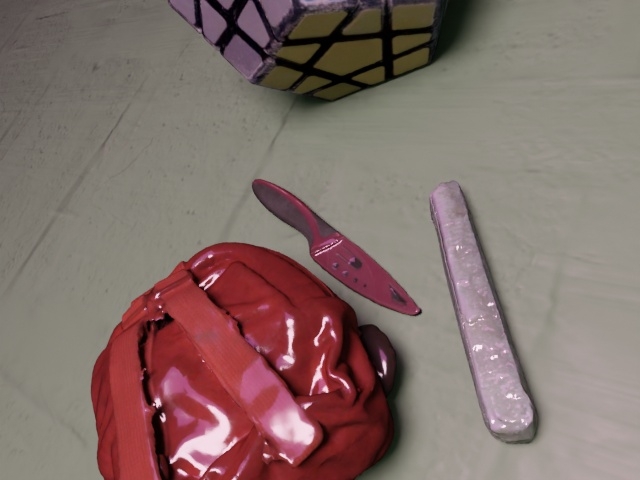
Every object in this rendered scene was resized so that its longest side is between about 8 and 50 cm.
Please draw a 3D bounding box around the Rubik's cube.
[{"bbox_3d":[0.001,-0.294,0.541,0.319,0.319,0.264,-45,22,-1],"label":"Rubik's cube"}]

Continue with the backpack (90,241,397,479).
[{"bbox_3d":[-0.070,0.103,0.405,0.229,0.139,0.229,-14,58,23],"label":"backpack"}]

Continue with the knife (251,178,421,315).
[{"bbox_3d":[0.000,0.000,0.514,0.035,0.018,0.247,-45,48,-5],"label":"knife"}]

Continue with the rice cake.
[{"bbox_3d":[0.110,0.040,0.405,0.033,0.033,0.207,-15,51,11],"label":"rice cake"}]
